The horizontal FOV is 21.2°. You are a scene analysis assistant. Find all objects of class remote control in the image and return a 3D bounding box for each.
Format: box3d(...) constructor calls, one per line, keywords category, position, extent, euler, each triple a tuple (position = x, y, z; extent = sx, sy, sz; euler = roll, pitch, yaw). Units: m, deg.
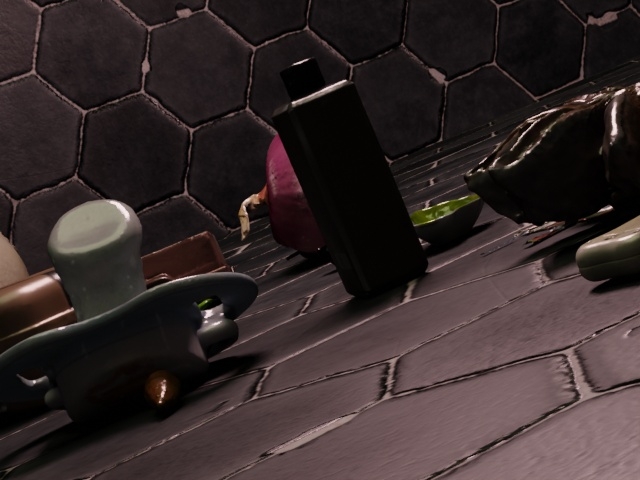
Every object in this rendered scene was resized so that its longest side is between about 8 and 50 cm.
box3d(category="remote control", position=(0.246, -0.003, 1.255), extent=(0.122, 0.032, 0.074), euler=(-26, 6, -36))

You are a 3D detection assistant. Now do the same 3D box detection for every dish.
box3d(category="dish", position=(0.140, -0.017, 1.921), extent=(0.091, 0.039, 0.137), euler=(-15, 7, 21))

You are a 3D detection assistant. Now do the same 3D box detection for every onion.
box3d(category="onion", position=(-0.001, -0.084, 2.339), extent=(0.200, 0.200, 0.207), euler=(-20, -1, 30))

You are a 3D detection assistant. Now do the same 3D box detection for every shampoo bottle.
box3d(category="shampoo bottle", position=(0.024, -0.067, 1.739), extent=(0.079, 0.246, 0.080), euler=(-24, 5, -16))

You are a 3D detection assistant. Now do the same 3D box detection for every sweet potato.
box3d(category="sweet potato", position=(-0.140, 0.135, 1.511), extent=(0.034, 0.034, 0.095), euler=(-22, 15, -2))

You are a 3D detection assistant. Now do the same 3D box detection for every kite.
box3d(category="kite", position=(0.252, -0.026, 1.651), extent=(0.160, 0.010, 0.183), euler=(-25, 6, -32))

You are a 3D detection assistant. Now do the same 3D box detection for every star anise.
box3d(category="star anise", position=(0.287, -0.085, 1.530), extent=(0.332, 0.117, 0.332), euler=(-15, 2, 0))

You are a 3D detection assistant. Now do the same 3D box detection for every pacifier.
box3d(category="pacifier", position=(-0.204, 0.060, 1.647), extent=(0.279, 0.207, 0.227), euler=(-22, -13, -1))

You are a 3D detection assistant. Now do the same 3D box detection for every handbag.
box3d(category="handbag", position=(-0.381, 0.135, 1.986), extent=(0.302, 0.149, 0.283), euler=(-16, 9, 41))

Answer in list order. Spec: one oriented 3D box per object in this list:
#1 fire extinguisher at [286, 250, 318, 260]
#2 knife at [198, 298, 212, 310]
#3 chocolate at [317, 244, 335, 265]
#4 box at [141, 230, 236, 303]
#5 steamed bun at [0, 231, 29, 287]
box3d(category="fire extinguisher", position=(0.000, 0.000, 2.430), extent=(0.056, 0.039, 0.132), euler=(-30, 0, 28))
box3d(category="knife", position=(-0.209, 0.113, 2.165), extent=(0.166, 0.022, 0.078), euler=(-23, 2, 8))
box3d(category="chocolate", position=(0.044, -0.001, 2.067), extent=(0.072, 0.070, 0.147), euler=(5, -1, -13))
box3d(category="box", position=(-0.222, 0.066, 2.280), extent=(0.215, 0.086, 0.215), euler=(-23, -2, -1))
box3d(category="steamed bun", position=(-0.496, 0.116, 2.244), extent=(0.283, 0.283, 0.177), euler=(-25, 49, -28))
